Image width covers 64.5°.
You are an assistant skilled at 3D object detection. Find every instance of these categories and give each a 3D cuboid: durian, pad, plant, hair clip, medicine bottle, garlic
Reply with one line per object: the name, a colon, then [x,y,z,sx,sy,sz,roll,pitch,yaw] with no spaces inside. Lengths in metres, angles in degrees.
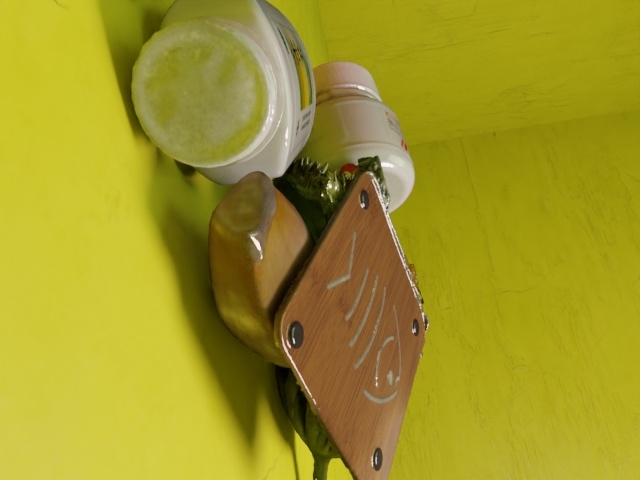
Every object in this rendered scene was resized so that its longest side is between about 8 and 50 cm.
durian: [-0.011,-0.003,0.734,0.394,0.163,0.198,103,1,-72]
pad: [0.058,0.101,0.588,0.284,0.018,0.286,66,35,-29]
plant: [-0.018,0.297,0.744,0.251,0.180,0.333,-82,-165,-82]
hair clip: [0.019,-0.034,0.957,0.321,0.091,0.138,123,-33,-48]
medicine bottle: [0.055,-0.212,1.101,0.241,0.241,0.301,69,8,-60]
medicine bottle: [-0.078,-0.159,0.530,0.324,0.124,0.179,-70,153,-71]
garlic: [-0.050,0.050,0.537,0.318,0.112,0.143,85,19,-65]

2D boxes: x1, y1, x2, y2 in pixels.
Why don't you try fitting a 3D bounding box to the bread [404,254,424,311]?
bread: [0.211,0.205,1.651,0.324,0.167,0.277,-49,-148,48]
